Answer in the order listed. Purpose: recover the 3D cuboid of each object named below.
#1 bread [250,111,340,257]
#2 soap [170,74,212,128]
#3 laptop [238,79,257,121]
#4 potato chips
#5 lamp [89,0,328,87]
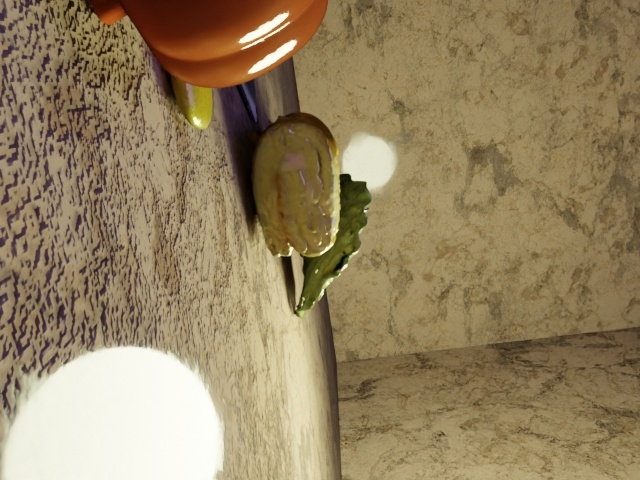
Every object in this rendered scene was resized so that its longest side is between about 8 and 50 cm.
[{"bbox_3d":[-0.043,-0.130,0.981,0.375,0.164,0.237,-86,170,-72],"label":"bread"},{"bbox_3d":[-0.140,-0.201,0.525,0.089,0.033,0.169,-96,177,-83],"label":"soap"},{"bbox_3d":[-0.152,-0.387,0.970,0.188,0.015,0.269,75,8,-73],"label":"laptop"},{"bbox_3d":[0.002,-0.003,1.292,0.389,0.097,0.374,130,-37,-52],"label":"potato chips"},{"bbox_3d":[-0.089,-0.201,0.357,0.188,0.163,0.187,58,-4,6],"label":"lamp"}]
